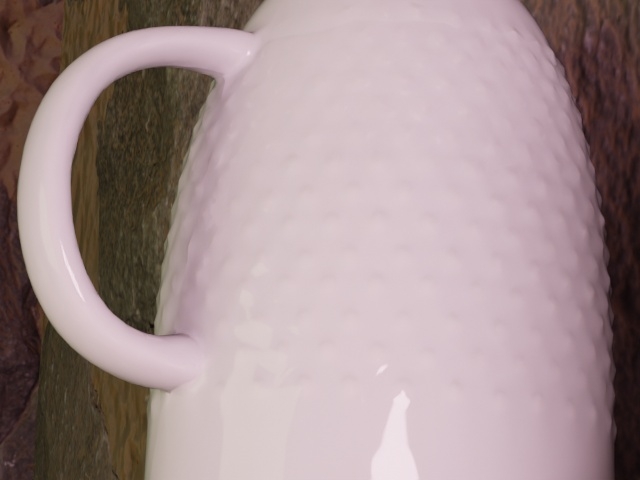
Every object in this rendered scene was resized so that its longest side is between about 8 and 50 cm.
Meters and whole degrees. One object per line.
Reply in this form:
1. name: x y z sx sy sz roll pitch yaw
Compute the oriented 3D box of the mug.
1. mug: 0.000 0.000 0.810 0.276 0.374 0.328 -20 62 55
